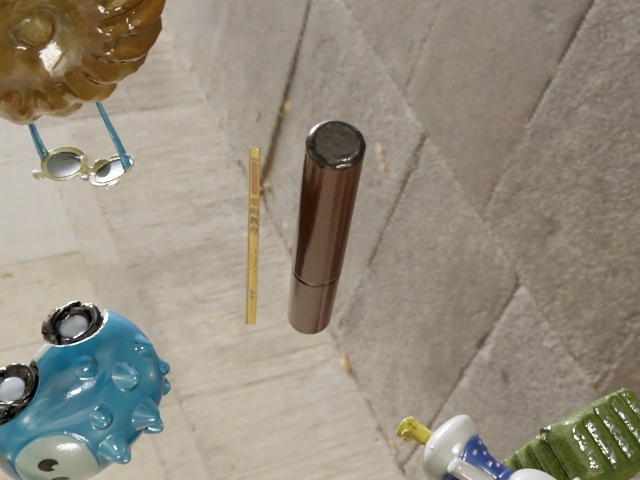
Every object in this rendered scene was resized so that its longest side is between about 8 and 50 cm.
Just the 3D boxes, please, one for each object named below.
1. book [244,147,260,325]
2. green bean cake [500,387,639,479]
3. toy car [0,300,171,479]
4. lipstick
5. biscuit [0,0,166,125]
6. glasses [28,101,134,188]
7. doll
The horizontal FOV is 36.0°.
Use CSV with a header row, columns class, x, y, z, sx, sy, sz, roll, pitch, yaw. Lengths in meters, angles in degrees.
class,x,y,z,sx,sy,sz,roll,pitch,yaw
book,-0.069,0.001,0.997,0.118,0.012,0.172,129,142,-82
green bean cake,0.479,0.406,1.821,0.156,0.247,0.250,60,141,18
toy car,-0.302,0.215,1.285,0.190,0.255,0.188,23,144,29
lipstick,0.000,0.000,1.001,0.356,0.057,0.057,100,149,-60
biscuit,-0.325,-0.251,1.090,0.325,0.326,0.107,107,148,-46
glasses,-0.413,-0.207,1.685,0.190,0.088,0.220,9,116,24
doll,0.234,0.321,1.301,0.293,0.138,0.119,27,88,24
